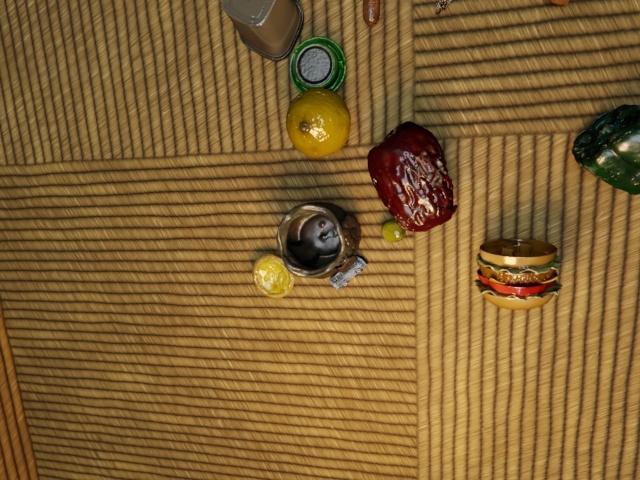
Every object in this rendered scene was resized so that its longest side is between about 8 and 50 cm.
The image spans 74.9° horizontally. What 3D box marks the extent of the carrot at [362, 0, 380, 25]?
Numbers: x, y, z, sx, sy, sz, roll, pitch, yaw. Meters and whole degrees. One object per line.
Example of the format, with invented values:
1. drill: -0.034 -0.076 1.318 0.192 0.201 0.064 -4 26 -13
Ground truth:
1. carrot: 0.173 -0.827 1.410 0.060 0.060 0.186 3 100 12

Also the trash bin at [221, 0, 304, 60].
1. trash bin: -0.197 -0.768 1.406 0.220 0.250 0.219 29 100 6

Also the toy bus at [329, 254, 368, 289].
1. toy bus: 0.110 0.124 1.632 0.166 0.047 0.065 -43 86 18

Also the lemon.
1. lemon: -0.008 -0.402 1.451 0.229 0.253 0.228 0 85 -3

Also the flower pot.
1. flower pot: 0.000 0.000 1.535 0.302 0.213 0.301 2 98 16

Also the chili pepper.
1. chili pepper: 0.939 -0.270 1.275 0.257 0.248 0.233 37 135 -2

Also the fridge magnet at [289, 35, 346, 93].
1. fridge magnet: -0.012 -0.612 1.479 0.208 0.088 0.207 3 103 12

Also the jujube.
1. jujube: 0.310 -0.212 1.425 0.259 0.258 0.376 -21 89 16

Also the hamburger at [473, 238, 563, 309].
1. hamburger: 0.655 0.121 1.399 0.275 0.274 0.212 -1 105 13

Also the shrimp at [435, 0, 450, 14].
1. shrimp: 0.411 -0.839 1.366 0.101 0.042 0.190 23 107 28

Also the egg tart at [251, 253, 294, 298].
1. egg tart: -0.187 0.141 1.687 0.191 0.074 0.191 3 103 12

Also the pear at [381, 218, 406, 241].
1. pear: 0.271 -0.033 1.541 0.092 0.097 0.092 -7 123 -11

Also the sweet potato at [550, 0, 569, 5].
1. sweet potato: 0.717 -0.864 1.263 0.098 0.097 0.291 -6 99 14
